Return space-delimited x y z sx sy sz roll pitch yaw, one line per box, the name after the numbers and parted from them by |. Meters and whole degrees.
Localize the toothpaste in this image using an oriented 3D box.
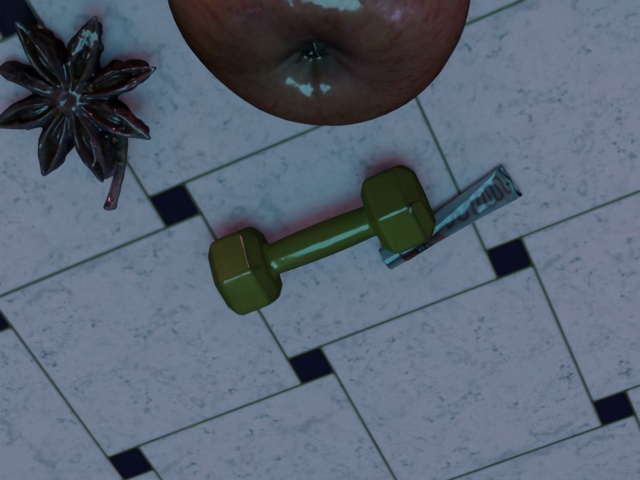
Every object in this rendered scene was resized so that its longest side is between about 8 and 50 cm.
0.173 -0.027 1.707 0.205 0.036 0.056 -33 116 13 | toothpaste

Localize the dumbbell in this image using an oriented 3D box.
0.000 0.000 1.671 0.302 0.121 0.108 -22 92 10 | dumbbell

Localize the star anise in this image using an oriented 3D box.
-0.300 -0.165 1.568 0.230 0.081 0.262 -21 110 10 | star anise

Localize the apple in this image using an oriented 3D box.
-0.004 -0.274 1.403 0.345 0.269 0.344 -1 123 -2 | apple
